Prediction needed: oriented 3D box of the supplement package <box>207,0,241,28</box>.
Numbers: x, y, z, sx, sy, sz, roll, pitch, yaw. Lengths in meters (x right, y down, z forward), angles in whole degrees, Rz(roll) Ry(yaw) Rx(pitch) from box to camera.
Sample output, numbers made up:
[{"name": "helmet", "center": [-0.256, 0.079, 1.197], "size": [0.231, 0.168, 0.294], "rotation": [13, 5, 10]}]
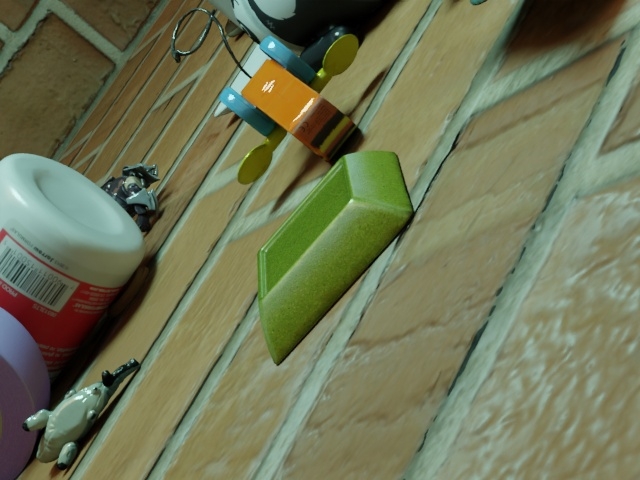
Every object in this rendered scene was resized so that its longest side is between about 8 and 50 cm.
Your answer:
[{"name": "supplement package", "center": [-0.108, -0.475, 2.567], "size": [0.145, 0.204, 0.262], "rotation": [-58, 17, -19]}]

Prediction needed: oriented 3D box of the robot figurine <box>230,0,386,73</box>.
[{"name": "robot figurine", "center": [-0.003, -0.346, 2.025], "size": [0.278, 0.174, 0.209], "rotation": [-30, 27, 53]}]

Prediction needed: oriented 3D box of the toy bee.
[{"name": "toy bee", "center": [-0.030, -0.166, 1.803], "size": [0.195, 0.162, 0.298], "rotation": [-38, 44, 19]}]

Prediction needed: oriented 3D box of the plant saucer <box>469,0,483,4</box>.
[{"name": "plant saucer", "center": [0.189, -0.298, 1.650], "size": [0.119, 0.021, 0.119], "rotation": [-47, 17, 18]}]

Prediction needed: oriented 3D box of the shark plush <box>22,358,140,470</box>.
[{"name": "shark plush", "center": [-0.277, 0.192, 1.832], "size": [0.161, 0.073, 0.067], "rotation": [-57, -15, -1]}]

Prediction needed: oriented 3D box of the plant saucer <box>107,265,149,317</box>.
[{"name": "plant saucer", "center": [-0.262, 0.067, 2.140], "size": [0.083, 0.013, 0.083], "rotation": [-48, 15, 18]}]

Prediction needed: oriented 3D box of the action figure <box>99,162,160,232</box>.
[{"name": "action figure", "center": [-0.321, -0.013, 2.354], "size": [0.285, 0.099, 0.185], "rotation": [-56, 8, -30]}]

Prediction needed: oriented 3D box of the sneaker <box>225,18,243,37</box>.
[{"name": "sneaker", "center": [-0.120, -0.445, 2.784], "size": [0.188, 0.071, 0.066], "rotation": [-52, 15, -2]}]

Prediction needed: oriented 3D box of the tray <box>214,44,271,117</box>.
[{"name": "tray", "center": [-0.060, -0.293, 2.346], "size": [0.145, 0.030, 0.270], "rotation": [-30, 26, 52]}]

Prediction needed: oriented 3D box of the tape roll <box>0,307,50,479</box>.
[{"name": "tape roll", "center": [-0.482, 0.197, 1.988], "size": [0.275, 0.275, 0.090], "rotation": [-46, 15, 22]}]

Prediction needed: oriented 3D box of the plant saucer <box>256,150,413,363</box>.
[{"name": "plant saucer", "center": [0.000, 0.000, 1.473], "size": [0.188, 0.045, 0.188], "rotation": [-48, 16, 14]}]

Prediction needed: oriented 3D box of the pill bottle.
[{"name": "pill bottle", "center": [-0.434, 0.103, 2.127], "size": [0.407, 0.229, 0.229], "rotation": [-52, 15, 16]}]
